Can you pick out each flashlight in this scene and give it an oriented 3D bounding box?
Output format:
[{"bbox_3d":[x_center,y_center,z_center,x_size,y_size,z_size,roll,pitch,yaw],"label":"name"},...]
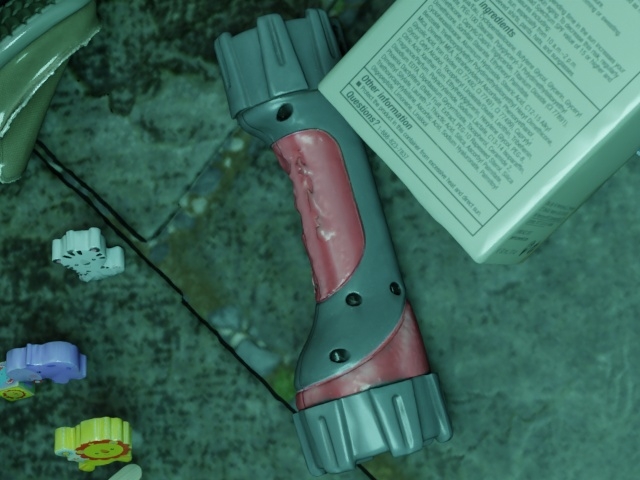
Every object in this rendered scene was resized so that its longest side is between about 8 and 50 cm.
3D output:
[{"bbox_3d":[0.000,0.000,0.916,0.103,0.103,0.304,-18,83,12],"label":"flashlight"}]

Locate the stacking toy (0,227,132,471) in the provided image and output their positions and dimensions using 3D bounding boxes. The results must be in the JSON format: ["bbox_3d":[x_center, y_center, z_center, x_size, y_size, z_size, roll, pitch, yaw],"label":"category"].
[{"bbox_3d":[-0.235,0.098,0.987,0.221,0.052,0.167,-18,59,18],"label":"stacking toy"}]

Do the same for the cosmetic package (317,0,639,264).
[{"bbox_3d":[0.166,-0.145,0.832,0.309,0.113,0.160,-44,74,15],"label":"cosmetic package"}]

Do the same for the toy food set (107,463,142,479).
[{"bbox_3d":[-0.099,0.265,0.961,0.218,0.071,0.128,38,67,11],"label":"toy food set"}]

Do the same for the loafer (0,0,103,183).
[{"bbox_3d":[-0.249,-0.094,1.025,0.251,0.094,0.087,-43,118,7],"label":"loafer"}]

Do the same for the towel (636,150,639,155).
[{"bbox_3d":[0.262,-0.213,0.868,0.243,0.040,0.336,27,96,19],"label":"towel"}]
